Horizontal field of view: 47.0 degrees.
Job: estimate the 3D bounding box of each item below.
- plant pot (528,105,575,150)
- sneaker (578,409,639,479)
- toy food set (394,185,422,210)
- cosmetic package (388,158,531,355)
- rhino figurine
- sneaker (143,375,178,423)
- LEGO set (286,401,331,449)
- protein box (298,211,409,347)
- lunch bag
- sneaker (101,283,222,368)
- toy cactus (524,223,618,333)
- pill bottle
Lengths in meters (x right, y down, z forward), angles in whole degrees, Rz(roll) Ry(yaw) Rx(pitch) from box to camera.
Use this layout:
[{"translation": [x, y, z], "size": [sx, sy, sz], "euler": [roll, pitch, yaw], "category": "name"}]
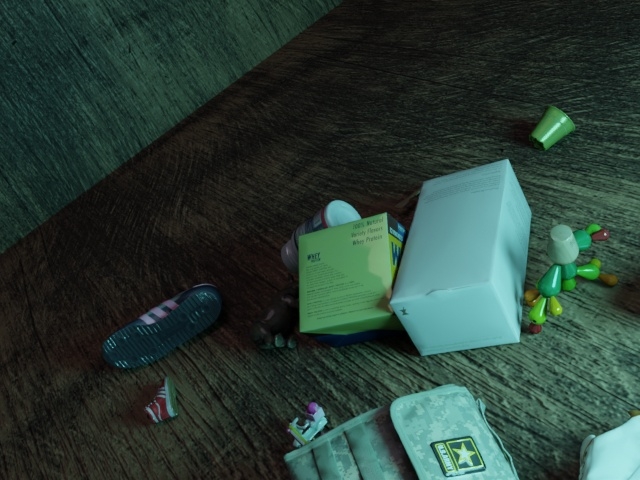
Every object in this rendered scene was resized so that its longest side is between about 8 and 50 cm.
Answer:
[{"translation": [0.514, -0.247, 1.660], "size": [0.079, 0.083, 0.083], "euler": [-46, 31, 0], "category": "plant pot"}, {"translation": [0.362, 0.326, 0.931], "size": [0.290, 0.106, 0.123], "euler": [-36, 22, -26], "category": "sneaker"}, {"translation": [0.273, -0.085, 1.680], "size": [0.132, 0.038, 0.192], "euler": [-37, 24, -23], "category": "toy food set"}, {"translation": [0.274, 0.024, 1.390], "size": [0.197, 0.155, 0.365], "euler": [-12, 36, 30], "category": "cosmetic package"}, {"translation": [-0.072, 0.146, 1.609], "size": [0.106, 0.073, 0.243], "euler": [-2, 39, 37], "category": "rhino figurine"}, {"translation": [-0.348, 0.346, 1.593], "size": [0.067, 0.042, 0.118], "euler": [-27, 32, 1], "category": "sneaker"}, {"translation": [0.047, 0.331, 1.190], "size": [0.287, 0.107, 0.132], "euler": [0, 42, 42], "category": "LEGO set"}, {"translation": [0.075, 0.082, 1.429], "size": [0.200, 0.136, 0.201], "euler": [-15, 63, 27], "category": "protein box"}, {"translation": [0.128, 0.347, 0.998], "size": [0.287, 0.169, 0.235], "euler": [-28, 48, 4], "category": "lunch bag"}, {"translation": [-0.376, 0.206, 1.790], "size": [0.319, 0.112, 0.131], "euler": [-25, 14, 6], "category": "sneaker"}, {"translation": [0.412, 0.045, 1.226], "size": [0.219, 0.180, 0.112], "euler": [-43, 52, -9], "category": "toy cactus"}, {"translation": [0.000, 0.000, 1.605], "size": [0.180, 0.108, 0.108], "euler": [-37, 22, 38], "category": "pill bottle"}]
